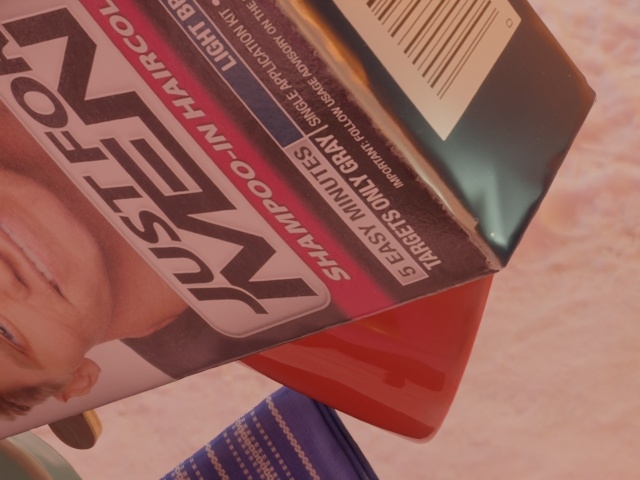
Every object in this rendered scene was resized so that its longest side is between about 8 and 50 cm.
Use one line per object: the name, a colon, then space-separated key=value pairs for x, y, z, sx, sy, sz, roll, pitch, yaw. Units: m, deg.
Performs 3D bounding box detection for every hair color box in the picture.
hair color box: x=-0.087 y=-0.033 z=0.480 sx=0.347 sy=0.174 sz=0.105 roll=-23 pitch=24 yaw=46

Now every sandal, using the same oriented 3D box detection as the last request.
sandal: x=-0.317 y=0.141 z=1.429 sx=0.088 sy=0.240 sz=0.079 roll=-3 pitch=35 yaw=21

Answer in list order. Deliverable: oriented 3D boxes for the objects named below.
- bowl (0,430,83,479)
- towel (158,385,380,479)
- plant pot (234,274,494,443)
bowl: x=-0.247 y=0.225 z=0.725 sx=0.312 sy=0.163 sz=0.311 roll=11 pitch=49 yaw=-13
towel: x=-0.079 y=0.300 z=1.020 sx=0.336 sy=0.040 sz=0.243 roll=-38 pitch=65 yaw=10
plant pot: x=0.000 y=0.000 z=0.921 sx=0.243 sy=0.275 sz=0.275 roll=15 pitch=49 yaw=0
